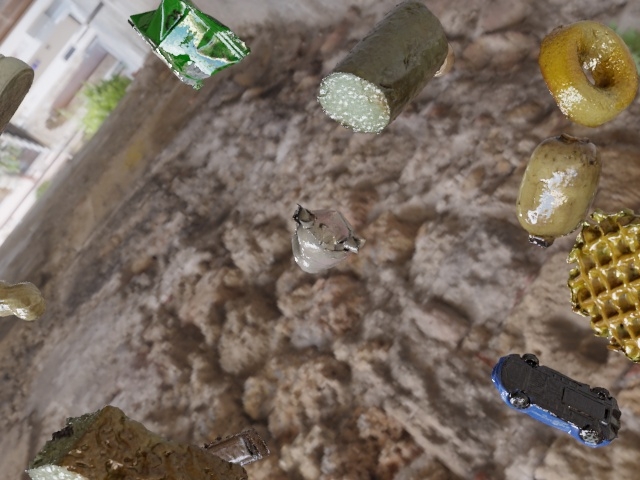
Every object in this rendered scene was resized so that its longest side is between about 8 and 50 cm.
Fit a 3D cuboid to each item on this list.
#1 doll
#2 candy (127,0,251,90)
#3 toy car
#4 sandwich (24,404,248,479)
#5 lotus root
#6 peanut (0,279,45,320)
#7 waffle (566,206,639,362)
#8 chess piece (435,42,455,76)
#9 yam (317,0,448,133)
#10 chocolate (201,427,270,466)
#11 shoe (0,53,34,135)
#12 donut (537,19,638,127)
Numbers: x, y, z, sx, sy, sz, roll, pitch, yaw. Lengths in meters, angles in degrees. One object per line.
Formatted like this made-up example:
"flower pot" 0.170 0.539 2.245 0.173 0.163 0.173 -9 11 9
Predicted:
"doll" 0.000 0.000 1.548 0.149 0.095 0.192 32 156 1
"candy" -0.196 -0.276 1.100 0.141 0.078 0.203 56 157 -13
"toy car" 0.375 0.258 1.281 0.216 0.103 0.063 24 135 7
"sandwich" -0.291 0.384 1.256 0.325 0.131 0.262 23 142 2
"lotus root" 0.525 -0.107 1.770 0.160 0.284 0.146 25 -146 26
"peanut" -0.667 0.126 1.728 0.187 0.082 0.082 3 161 27
"waffle" 0.590 0.094 1.492 0.325 0.068 0.302 39 138 49
"chess piece" 0.255 -0.402 1.754 0.083 0.084 0.038 37 -141 22
"yam" 0.137 -0.345 1.570 0.168 0.304 0.168 28 146 21
"chocolate" -0.276 0.571 2.057 0.102 0.329 0.065 61 -152 -2
"shoe" -0.516 -0.163 1.070 0.159 0.316 0.124 40 -148 -13
"donut" 0.437 -0.275 1.284 0.178 0.162 0.065 55 156 -3
